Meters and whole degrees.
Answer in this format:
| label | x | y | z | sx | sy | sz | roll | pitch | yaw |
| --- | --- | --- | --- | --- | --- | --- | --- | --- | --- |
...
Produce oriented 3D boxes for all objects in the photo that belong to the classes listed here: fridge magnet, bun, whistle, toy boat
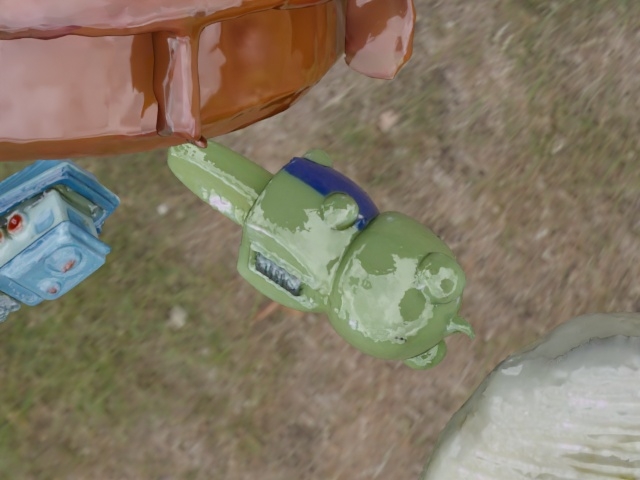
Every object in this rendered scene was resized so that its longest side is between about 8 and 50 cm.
| label | x | y | z | sx | sy | sz | roll | pitch | yaw |
| --- | --- | --- | --- | --- | --- | --- | --- | --- | --- |
| fridge magnet | -0.126 | -0.138 | 0.875 | 0.364 | 0.363 | 0.155 | 6 | 112 | 16 |
| bun | 0.165 | 0.158 | 0.966 | 0.239 | 0.141 | 0.239 | 2 | 94 | 31 |
| whistle | 0.000 | 0.000 | 1.172 | 0.227 | 0.085 | 0.105 | 33 | 146 | 17 |
| toy boat | -0.269 | 0.031 | 1.562 | 0.238 | 0.109 | 0.098 | -35 | 51 | 15 |
